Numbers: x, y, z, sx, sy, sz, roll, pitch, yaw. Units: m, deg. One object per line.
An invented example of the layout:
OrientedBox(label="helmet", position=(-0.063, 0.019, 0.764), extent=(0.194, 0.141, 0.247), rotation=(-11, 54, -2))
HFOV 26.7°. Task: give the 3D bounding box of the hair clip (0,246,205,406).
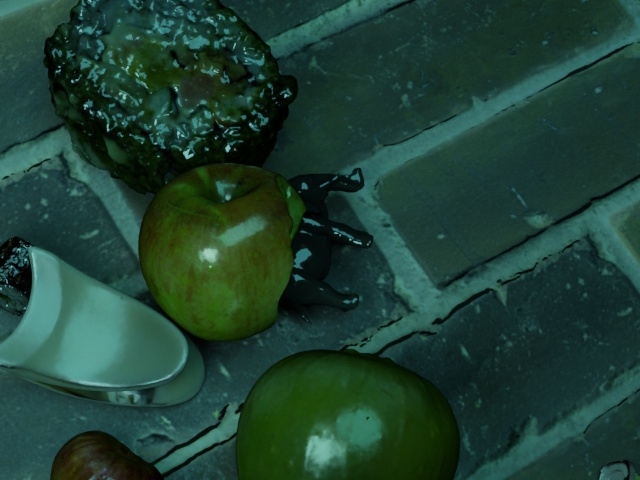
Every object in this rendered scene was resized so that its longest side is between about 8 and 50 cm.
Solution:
OrientedBox(label="hair clip", position=(-0.290, 0.139, 1.842), extent=(0.282, 0.113, 0.172), rotation=(18, 71, -4))

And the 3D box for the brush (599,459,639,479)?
OrientedBox(label="brush", position=(0.411, 0.461, 1.892), extent=(0.067, 0.072, 0.313), rotation=(26, 62, -17))

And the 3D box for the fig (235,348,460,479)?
OrientedBox(label="fig", position=(0.024, 0.298, 1.762), extent=(0.316, 0.316, 0.316), rotation=(5, 64, -11))

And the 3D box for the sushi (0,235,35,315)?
OrientedBox(label="sushi", position=(-0.425, 0.048, 1.862), extent=(0.098, 0.094, 0.084), rotation=(30, 65, -5))

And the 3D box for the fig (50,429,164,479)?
OrientedBox(label="fig", position=(-0.273, 0.347, 1.738), extent=(0.149, 0.148, 0.202), rotation=(-2, 99, 11))

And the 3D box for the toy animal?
OrientedBox(label="toy animal", position=(0.002, -0.003, 1.977), extent=(0.146, 0.114, 0.245), rotation=(16, 62, -7))

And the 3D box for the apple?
OrientedBox(label="apple", position=(-0.127, 0.019, 1.864), extent=(0.246, 0.226, 0.246), rotation=(-1, 30, 1))

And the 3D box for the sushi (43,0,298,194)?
OrientedBox(label="sushi", position=(-0.235, -0.225, 1.988), extent=(0.352, 0.178, 0.294), rotation=(43, 65, 9))
